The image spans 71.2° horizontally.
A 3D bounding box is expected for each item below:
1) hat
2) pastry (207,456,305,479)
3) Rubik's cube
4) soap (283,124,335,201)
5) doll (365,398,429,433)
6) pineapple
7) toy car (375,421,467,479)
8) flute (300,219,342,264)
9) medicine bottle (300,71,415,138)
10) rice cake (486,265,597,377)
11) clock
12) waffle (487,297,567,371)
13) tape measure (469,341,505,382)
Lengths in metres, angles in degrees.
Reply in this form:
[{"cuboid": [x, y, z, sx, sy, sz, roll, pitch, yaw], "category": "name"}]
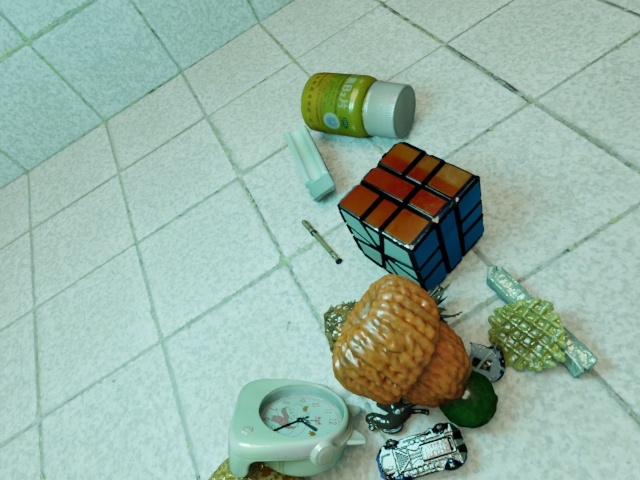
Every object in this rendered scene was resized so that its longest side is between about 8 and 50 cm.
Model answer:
[{"cuboid": [0.229, 0.283, 0.990, 0.400, 0.285, 0.285, 35, 74, 6], "category": "hat"}, {"cuboid": [-0.178, 0.650, 1.047, 0.284, 0.184, 0.316, 11, 64, 30], "category": "pastry"}, {"cuboid": [0.262, -0.061, 1.269, 0.283, 0.288, 0.293, -45, 55, -8], "category": "Rubik's cube"}, {"cuboid": [-0.031, -0.267, 1.597, 0.095, 0.173, 0.290, -26, 52, 5], "category": "soap"}, {"cuboid": [0.183, 0.412, 1.136, 0.165, 0.057, 0.139, -29, 55, 9], "category": "doll"}, {"cuboid": [0.192, 0.220, 1.197, 0.364, 0.165, 0.166, -12, 55, 13], "category": "pineapple"}, {"cuboid": [0.236, 0.503, 1.046, 0.216, 0.063, 0.103, -25, 52, 13], "category": "toy car"}, {"cuboid": [0.000, 0.000, 1.502, 0.027, 0.027, 0.233, -38, 51, -4], "category": "flute"}, {"cuboid": [0.136, -0.492, 1.645, 0.384, 0.224, 0.224, 18, 67, 30], "category": "medicine bottle"}, {"cuboid": [0.538, 0.189, 1.123, 0.063, 0.066, 0.336, -31, 51, -3], "category": "rice cake"}, {"cuboid": [-0.053, 0.456, 1.094, 0.324, 0.109, 0.265, 4, 14, -1], "category": "clock"}, {"cuboid": [0.495, 0.230, 1.081, 0.183, 0.036, 0.169, -24, 66, 43], "category": "waffle"}, {"cuboid": [0.409, 0.300, 1.100, 0.091, 0.054, 0.094, -6, 73, 42], "category": "tape measure"}]
